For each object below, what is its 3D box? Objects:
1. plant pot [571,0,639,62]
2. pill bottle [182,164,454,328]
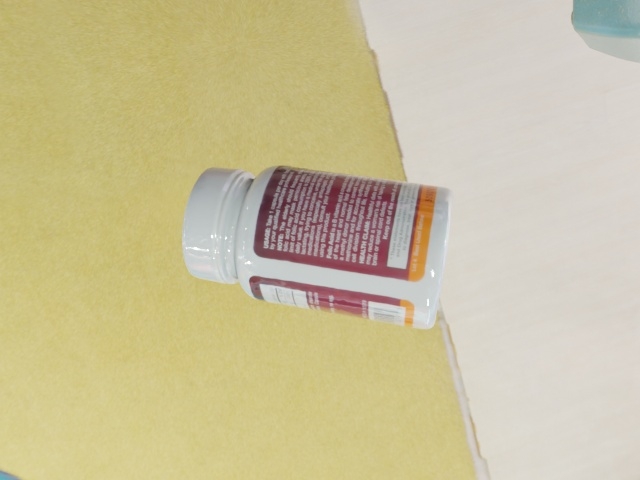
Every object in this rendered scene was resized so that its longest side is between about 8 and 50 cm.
[{"bbox_3d":[0.509,-0.384,0.839,0.252,0.247,0.248,2,95,35],"label":"plant pot"},{"bbox_3d":[0.000,0.000,0.926,0.392,0.224,0.224,9,108,11],"label":"pill bottle"}]
